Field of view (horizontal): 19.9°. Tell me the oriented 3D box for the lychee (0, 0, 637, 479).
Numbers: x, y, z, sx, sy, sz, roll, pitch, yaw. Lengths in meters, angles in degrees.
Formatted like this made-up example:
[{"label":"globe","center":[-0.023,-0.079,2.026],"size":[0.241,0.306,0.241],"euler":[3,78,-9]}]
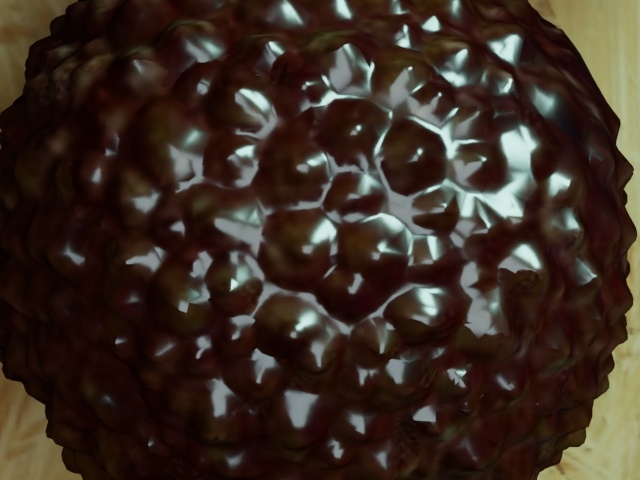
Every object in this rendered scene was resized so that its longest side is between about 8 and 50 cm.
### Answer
[{"label":"lychee","center":[0.000,0.000,0.731],"size":[0.300,0.264,0.264],"euler":[8,99,-48]}]
